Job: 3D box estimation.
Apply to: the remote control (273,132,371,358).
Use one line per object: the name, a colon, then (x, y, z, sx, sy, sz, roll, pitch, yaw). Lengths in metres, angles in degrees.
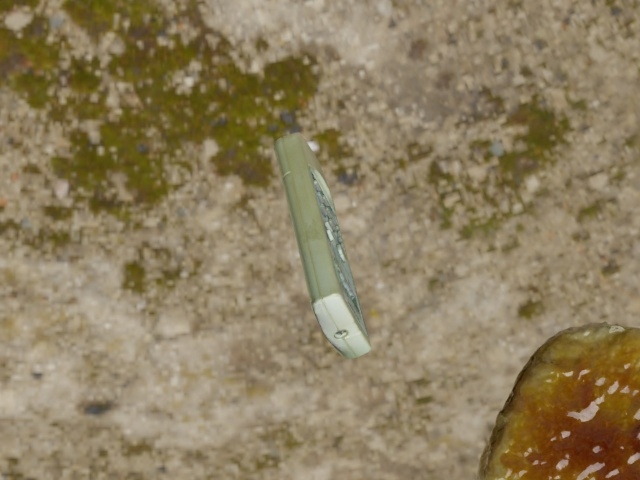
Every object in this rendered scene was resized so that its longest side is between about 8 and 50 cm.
remote control: (0.000, 0.000, 1.152, 0.038, 0.233, 0.098, -22, 137, 9)

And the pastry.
pastry: (0.209, 0.155, 0.857, 0.182, 0.192, 0.093, 11, 164, 26)
